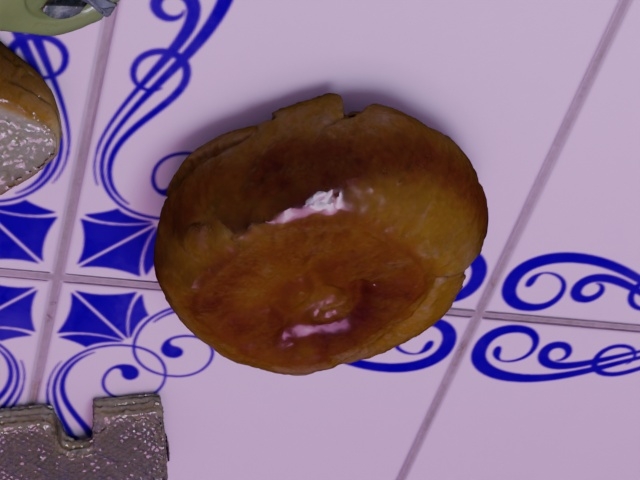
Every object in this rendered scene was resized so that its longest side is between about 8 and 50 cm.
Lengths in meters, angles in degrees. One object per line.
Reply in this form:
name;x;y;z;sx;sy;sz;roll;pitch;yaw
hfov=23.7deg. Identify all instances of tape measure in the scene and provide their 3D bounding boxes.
tape measure;-0.227;-0.244;1.311;0.175;0.106;0.200;-37;159;27

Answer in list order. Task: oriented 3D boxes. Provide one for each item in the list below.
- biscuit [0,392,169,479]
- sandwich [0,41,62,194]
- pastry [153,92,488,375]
biscuit;-0.308;0.252;1.852;0.250;0.046;0.147;-3;135;-7
sandwich;-0.392;-0.121;1.446;0.226;0.087;0.251;-34;131;20
pastry;0.000;0.000;1.590;0.356;0.163;0.356;-8;140;-7
